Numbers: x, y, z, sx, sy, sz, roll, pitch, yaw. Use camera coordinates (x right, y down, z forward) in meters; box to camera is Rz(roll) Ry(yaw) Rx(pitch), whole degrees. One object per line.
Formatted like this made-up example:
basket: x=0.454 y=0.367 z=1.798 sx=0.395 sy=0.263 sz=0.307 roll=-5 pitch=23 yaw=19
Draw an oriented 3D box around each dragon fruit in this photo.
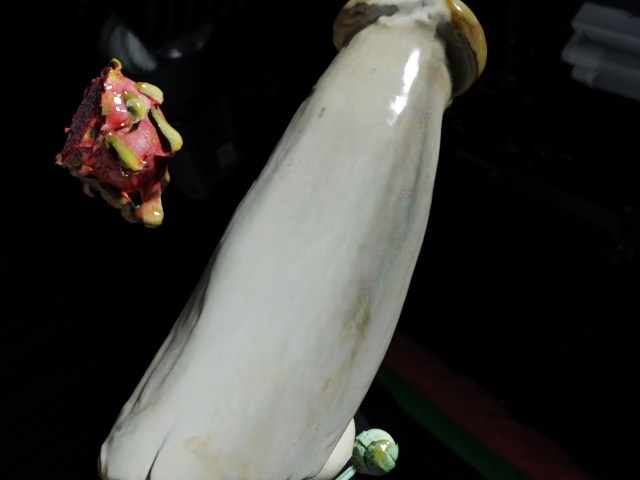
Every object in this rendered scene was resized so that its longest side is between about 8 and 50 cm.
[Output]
dragon fruit: x=-0.234 y=-0.103 z=0.845 sx=0.133 sy=0.150 sz=0.208 roll=-102 pitch=179 yaw=-58

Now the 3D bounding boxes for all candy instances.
candy: x=0.014 y=0.315 z=0.903 sx=0.061 sy=0.202 sz=0.061 roll=48 pitch=-16 yaw=19

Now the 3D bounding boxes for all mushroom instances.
mushroom: x=0.006 y=0.007 z=0.521 sx=0.154 sy=0.407 sz=0.137 roll=34 pitch=-14 yaw=-24

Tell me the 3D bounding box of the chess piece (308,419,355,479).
chess piece: x=-0.072 y=0.275 z=0.804 sx=0.167 sy=0.167 sz=0.300 roll=47 pitch=-67 yaw=22
